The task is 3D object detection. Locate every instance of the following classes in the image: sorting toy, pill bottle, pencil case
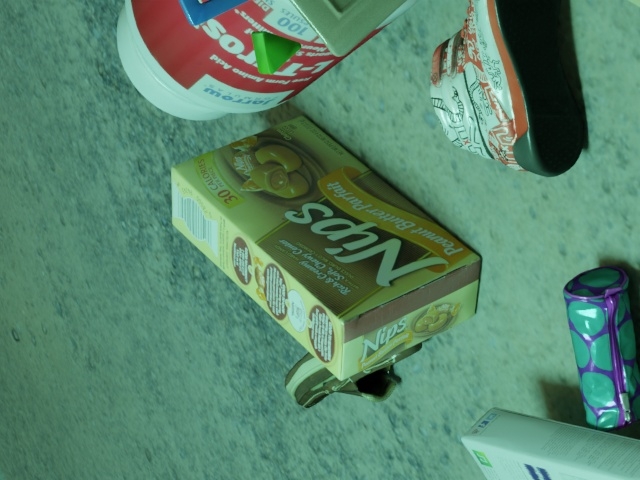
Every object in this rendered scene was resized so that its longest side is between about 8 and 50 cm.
[{"bbox_3d":[0.019,-0.289,1.662,0.196,0.347,0.047,51,169,-17],"label":"sorting toy"},{"bbox_3d":[-0.057,-0.262,1.894,0.229,0.229,0.407,65,151,3],"label":"pill bottle"},{"bbox_3d":[0.269,0.103,1.785,0.070,0.064,0.152,-135,30,-67],"label":"pencil case"}]

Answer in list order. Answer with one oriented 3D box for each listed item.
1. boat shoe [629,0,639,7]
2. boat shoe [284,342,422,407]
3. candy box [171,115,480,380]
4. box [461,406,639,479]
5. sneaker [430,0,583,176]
[{"bbox_3d":[0.295,-0.219,1.482,0.302,0.113,0.103,48,126,34],"label":"boat shoe"},{"bbox_3d":[0.038,0.149,2.177,0.095,0.095,0.257,54,149,9],"label":"boat shoe"},{"bbox_3d":[0.000,0.000,2.035,0.316,0.183,0.087,42,143,37],"label":"candy box"},{"bbox_3d":[0.297,0.281,1.817,0.322,0.058,0.232,9,136,58],"label":"box"},{"bbox_3d":[0.152,-0.192,1.739,0.145,0.090,0.270,19,129,50],"label":"sneaker"}]
